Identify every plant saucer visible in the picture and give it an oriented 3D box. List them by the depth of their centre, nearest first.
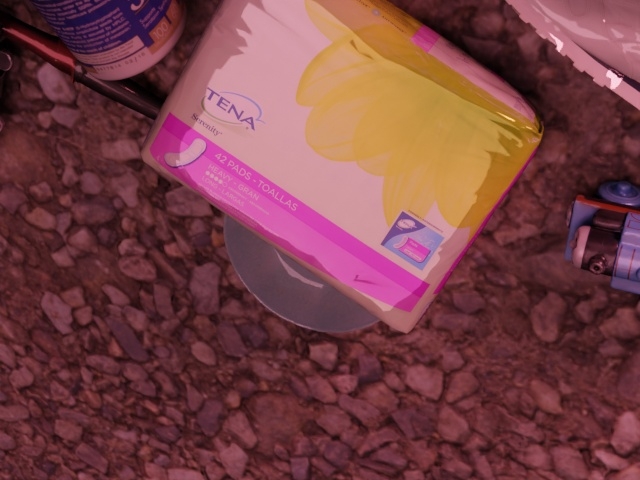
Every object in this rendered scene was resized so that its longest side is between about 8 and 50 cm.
[{"bbox_3d":[0.000,0.000,1.163,0.195,0.037,0.195,10,122,16],"label":"plant saucer"}]

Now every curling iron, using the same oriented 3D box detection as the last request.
[{"bbox_3d":[-0.240,-0.161,1.122,0.274,0.068,0.035,26,132,-20],"label":"curling iron"}]

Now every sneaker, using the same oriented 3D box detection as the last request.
[{"bbox_3d":[0.246,-0.168,0.940,0.235,0.090,0.095,33,113,-3],"label":"sneaker"}]

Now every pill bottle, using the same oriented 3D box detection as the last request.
[{"bbox_3d":[-0.205,-0.238,1.020,0.112,0.112,0.186,-6,142,26],"label":"pill bottle"}]

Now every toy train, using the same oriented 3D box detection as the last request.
[{"bbox_3d":[0.294,0.008,1.000,0.184,0.105,0.080,14,123,15],"label":"toy train"}]

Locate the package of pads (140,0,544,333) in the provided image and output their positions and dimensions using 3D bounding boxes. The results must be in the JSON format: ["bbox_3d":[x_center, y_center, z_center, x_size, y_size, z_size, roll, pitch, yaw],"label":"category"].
[{"bbox_3d":[0.020,-0.096,1.029,0.296,0.101,0.229,33,111,1],"label":"package of pads"}]

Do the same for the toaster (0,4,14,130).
[{"bbox_3d":[-0.407,-0.169,1.187,0.186,0.110,0.168,24,124,8],"label":"toaster"}]
